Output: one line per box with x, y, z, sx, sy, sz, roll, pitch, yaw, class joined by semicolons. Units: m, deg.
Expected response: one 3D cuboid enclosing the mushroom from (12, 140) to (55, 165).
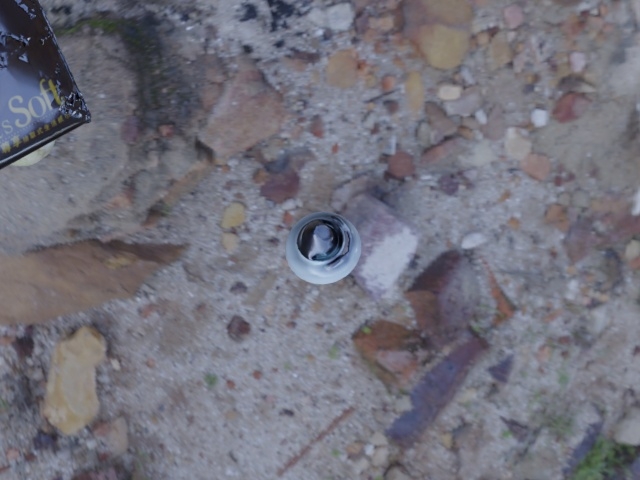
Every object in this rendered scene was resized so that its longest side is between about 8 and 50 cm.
-0.495;-0.185;1.660;0.148;0.148;0.112;21;126;-23;mushroom

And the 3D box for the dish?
0.000;0.000;1.843;0.141;0.078;0.141;-3;67;7;dish

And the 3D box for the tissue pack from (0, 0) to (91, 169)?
-0.425;-0.123;0.953;0.370;0.198;0.210;-41;115;-41;tissue pack
